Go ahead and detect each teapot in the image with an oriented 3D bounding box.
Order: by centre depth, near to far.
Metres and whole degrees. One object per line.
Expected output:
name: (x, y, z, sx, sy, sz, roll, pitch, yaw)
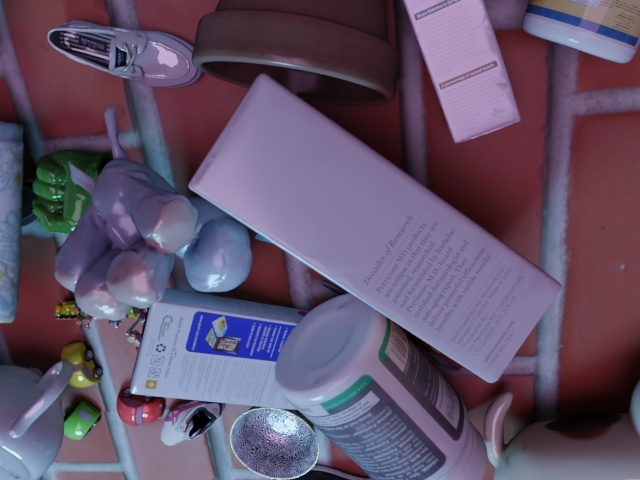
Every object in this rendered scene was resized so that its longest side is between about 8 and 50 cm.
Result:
teapot: (-0.584, 0.321, 1.067, 0.255, 0.187, 0.253, 13, 134, 6)

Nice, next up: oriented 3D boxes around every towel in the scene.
towel: (-0.651, -0.050, 0.941, 0.374, 0.090, 0.321, 8, 101, 18)

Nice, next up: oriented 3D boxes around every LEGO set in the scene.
LEGO set: (-0.359, 0.167, 1.026, 0.286, 0.107, 0.132, 27, 114, -3)

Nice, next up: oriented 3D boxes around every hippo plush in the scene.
hippo plush: (-0.241, 0.003, 0.866, 0.234, 0.236, 0.294, -51, 54, 11)

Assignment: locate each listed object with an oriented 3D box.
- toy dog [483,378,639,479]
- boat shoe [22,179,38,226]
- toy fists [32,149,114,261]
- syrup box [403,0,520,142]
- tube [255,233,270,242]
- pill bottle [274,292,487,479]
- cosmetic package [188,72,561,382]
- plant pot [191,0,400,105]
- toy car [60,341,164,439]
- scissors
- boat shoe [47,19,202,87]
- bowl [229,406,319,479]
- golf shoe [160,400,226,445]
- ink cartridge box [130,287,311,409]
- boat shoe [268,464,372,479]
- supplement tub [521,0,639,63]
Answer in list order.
toy dog: (0.511, 0.349, 0.903, 0.408, 0.284, 0.395, -47, 63, 24)
boat shoe: (-0.566, -0.042, 0.994, 0.206, 0.065, 0.075, -21, 108, 17)
toy fists: (-0.397, -0.015, 0.961, 0.142, 0.096, 0.279, -7, 112, 12)
syrup box: (0.184, -0.263, 0.761, 0.096, 0.093, 0.237, -18, 108, 17)
tube: (0.000, 0.000, 0.932, 0.207, 0.052, 0.080, 23, 98, 3)
pill bottle: (0.110, 0.272, 0.922, 0.204, 0.204, 0.361, -31, 116, 20)
cosmetic package: (0.063, -0.018, 0.770, 0.453, 0.230, 0.162, 34, 93, -11)
plant pot: (-0.016, -0.308, 0.716, 0.262, 0.263, 0.230, 10, 95, 5)
toy car: (-0.463, 0.342, 1.147, 0.239, 0.053, 0.225, 39, 113, -8)
scissors: (0.136, 0.139, 0.949, 0.297, 0.109, 0.021, 34, 73, -3)
boat shoe: (-0.291, -0.273, 0.845, 0.226, 0.076, 0.083, 10, 114, 5)
bowl: (-0.079, 0.361, 1.078, 0.170, 0.080, 0.170, 4, 113, 9)
golf shoe: (-0.257, 0.352, 1.101, 0.067, 0.086, 0.186, 42, 114, -11)
ink cartridge box: (-0.121, 0.195, 0.975, 0.370, 0.069, 0.176, 13, 108, -18)
boat shoe: (0.036, 0.523, 1.121, 0.302, 0.091, 0.115, -1, 113, 9)
supplement tub: (0.347, -0.330, 0.678, 0.144, 0.144, 0.200, 19, 114, 1)
